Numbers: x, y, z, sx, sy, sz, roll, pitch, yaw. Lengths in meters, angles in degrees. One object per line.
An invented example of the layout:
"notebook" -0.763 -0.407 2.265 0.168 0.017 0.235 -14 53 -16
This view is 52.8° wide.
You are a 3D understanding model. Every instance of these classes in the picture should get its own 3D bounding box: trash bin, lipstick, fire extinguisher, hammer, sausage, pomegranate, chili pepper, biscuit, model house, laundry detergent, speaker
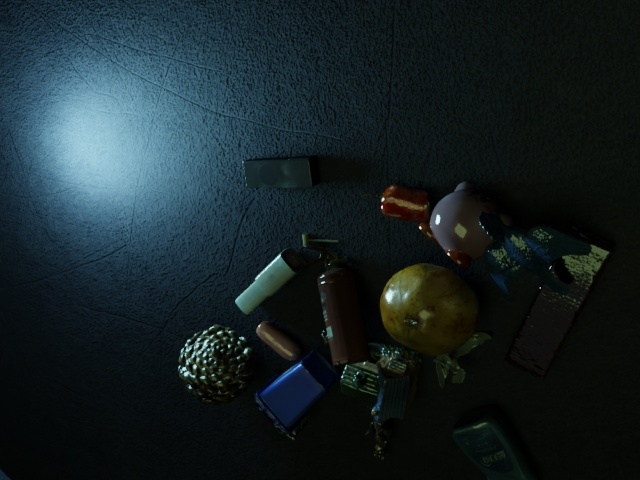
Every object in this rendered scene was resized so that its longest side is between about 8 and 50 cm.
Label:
"trash bin" -0.059 0.452 1.921 0.184 0.162 0.234 47 118 6
"lipstick" -0.151 0.125 1.895 0.077 0.079 0.253 49 125 4
"fire extinguisher" 0.033 0.169 1.739 0.106 0.147 0.337 125 135 -68
"hammer" 0.000 0.000 1.800 0.110 0.019 0.036 3 109 26
"sausage" -0.125 0.305 1.955 0.154 0.062 0.062 37 122 14
"pomegranate" 0.270 0.169 1.593 0.248 0.248 0.248 10 113 26
"chili pepper" 0.192 -0.097 1.617 0.192 0.084 0.086 11 97 21
"biscuit" 0.553 0.154 1.511 0.107 0.073 0.389 27 119 19
"model house" 0.158 0.388 1.760 0.182 0.172 0.167 16 116 25
"laundry detergent" 0.477 0.585 1.697 0.143 0.094 0.290 -36 88 30
"speaker" -0.109 -0.189 1.775 0.218 0.044 0.082 2 109 29

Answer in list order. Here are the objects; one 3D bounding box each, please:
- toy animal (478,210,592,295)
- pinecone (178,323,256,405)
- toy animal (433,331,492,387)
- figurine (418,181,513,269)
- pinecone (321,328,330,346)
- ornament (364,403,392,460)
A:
"toy animal" 0.443 0.029 1.403 0.256 0.176 0.239 56 143 5
"pinecone" -0.328 0.398 2.007 0.243 0.243 0.257 45 128 8
"toy animal" 0.330 0.285 1.672 0.155 0.095 0.219 45 122 3
"figurine" 0.343 -0.038 1.505 0.173 0.173 0.173 10 113 26
"pinecone" 0.044 0.275 1.845 0.083 0.077 0.077 -24 96 58
"ornament" 0.168 0.548 1.866 0.081 0.088 0.203 21 118 23
